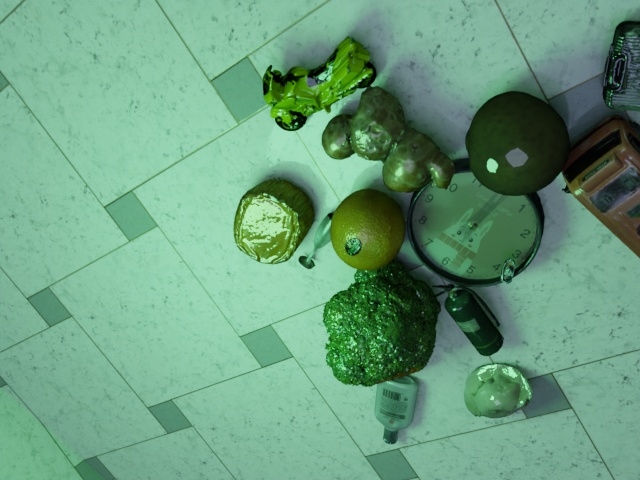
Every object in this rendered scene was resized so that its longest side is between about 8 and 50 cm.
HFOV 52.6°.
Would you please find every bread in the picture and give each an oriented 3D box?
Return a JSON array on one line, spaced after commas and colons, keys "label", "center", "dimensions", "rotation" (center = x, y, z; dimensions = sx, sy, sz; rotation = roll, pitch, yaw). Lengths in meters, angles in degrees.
[{"label": "bread", "center": [-0.147, -0.061, 1.990], "dimensions": [0.228, 0.142, 0.253], "rotation": [28, 121, 5]}]

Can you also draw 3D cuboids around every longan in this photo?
[{"label": "longan", "center": [0.478, -0.234, 1.594], "dimensions": [0.258, 0.258, 0.257], "rotation": [9, 121, 15]}]

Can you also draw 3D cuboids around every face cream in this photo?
[{"label": "face cream", "center": [0.258, 0.588, 2.250], "dimensions": [0.144, 0.071, 0.291], "rotation": [12, 121, 18]}]

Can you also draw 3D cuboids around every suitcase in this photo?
[{"label": "suitcase", "center": [0.806, -0.385, 1.456], "dimensions": [0.312, 0.128, 0.202], "rotation": [8, 121, 16]}]

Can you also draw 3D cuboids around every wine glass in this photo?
[{"label": "wine glass", "center": [0.000, 0.000, 2.018], "dimensions": [0.066, 0.066, 0.198], "rotation": [32, 122, 0]}]

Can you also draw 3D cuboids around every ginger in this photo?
[{"label": "ginger", "center": [0.188, -0.250, 1.733], "dimensions": [0.375, 0.176, 0.256], "rotation": [35, 134, 7]}]

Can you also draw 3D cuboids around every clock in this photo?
[{"label": "clock", "center": [0.429, -0.041, 1.823], "dimensions": [0.387, 0.076, 0.386], "rotation": [9, 121, 15]}]

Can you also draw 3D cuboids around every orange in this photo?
[{"label": "orange", "center": [0.136, -0.031, 1.856], "dimensions": [0.237, 0.236, 0.236], "rotation": [9, 121, 15]}]

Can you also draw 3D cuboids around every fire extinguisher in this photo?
[{"label": "fire extinguisher", "center": [0.439, 0.217, 1.926], "dimensions": [0.118, 0.093, 0.294], "rotation": [-26, 119, 26]}]

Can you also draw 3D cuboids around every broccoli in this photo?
[{"label": "broccoli", "center": [0.190, 0.255, 1.961], "dimensions": [0.321, 0.310, 0.413], "rotation": [10, 88, 26]}]

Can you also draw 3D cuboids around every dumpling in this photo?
[{"label": "dumpling", "center": [0.552, 0.479, 2.063], "dimensions": [0.247, 0.142, 0.172], "rotation": [-31, 69, 38]}]

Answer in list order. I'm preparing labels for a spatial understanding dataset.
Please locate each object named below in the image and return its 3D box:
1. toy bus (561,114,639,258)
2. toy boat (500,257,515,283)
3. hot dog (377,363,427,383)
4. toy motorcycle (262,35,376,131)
[{"label": "toy bus", "center": [0.791, -0.086, 1.571], "dimensions": [0.427, 0.233, 0.203], "rotation": [41, 124, -6]}, {"label": "toy boat", "center": [0.520, 0.084, 1.794], "dimensions": [0.038, 0.038, 0.083], "rotation": [9, 122, 15]}, {"label": "hot dog", "center": [0.231, 0.402, 2.141], "dimensions": [0.269, 0.115, 0.072], "rotation": [-27, 142, 29]}, {"label": "toy motorcycle", "center": [-0.023, -0.424, 1.738], "dimensions": [0.342, 0.142, 0.206], "rotation": [-25, 145, 30]}]
